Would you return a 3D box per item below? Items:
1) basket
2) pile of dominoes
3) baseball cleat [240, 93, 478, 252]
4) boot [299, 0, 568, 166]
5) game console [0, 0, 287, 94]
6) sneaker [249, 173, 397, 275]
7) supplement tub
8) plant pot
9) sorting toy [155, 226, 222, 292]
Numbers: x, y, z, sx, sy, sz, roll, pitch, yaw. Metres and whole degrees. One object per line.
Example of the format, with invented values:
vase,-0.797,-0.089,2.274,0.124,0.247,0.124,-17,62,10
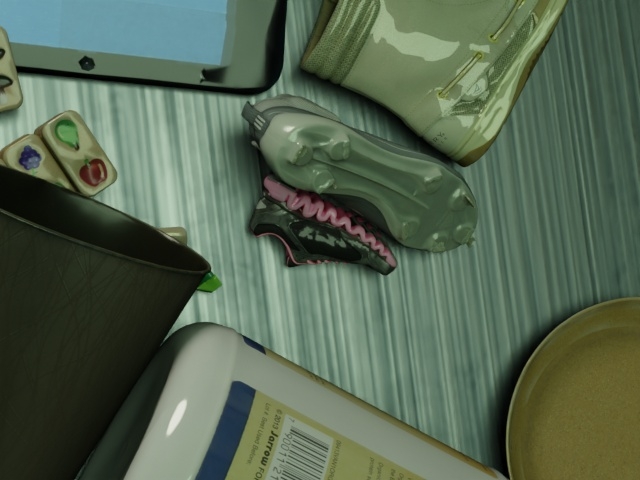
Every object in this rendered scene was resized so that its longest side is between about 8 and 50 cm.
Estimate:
basket,-0.203,0.082,0.740,0.204,0.154,0.227,21,97,-38
pile of dominoes,-0.261,-0.006,0.794,0.251,0.040,0.196,-36,104,-16
baseball cleat,0.032,-0.058,0.881,0.206,0.109,0.072,27,105,-40
boot,0.093,-0.184,0.910,0.165,0.077,0.213,29,78,-9
game console,-0.144,-0.252,0.803,0.293,0.250,0.173,3,58,-16
sneaker,0.000,0.000,0.887,0.119,0.047,0.057,30,100,-11
supplement tub,0.001,0.216,0.765,0.316,0.228,0.228,30,78,-11
plant pot,0.253,0.163,0.931,0.236,0.032,0.236,2,78,-10
sorting toy,-0.111,0.021,0.850,0.083,0.012,0.062,-4,117,-16
